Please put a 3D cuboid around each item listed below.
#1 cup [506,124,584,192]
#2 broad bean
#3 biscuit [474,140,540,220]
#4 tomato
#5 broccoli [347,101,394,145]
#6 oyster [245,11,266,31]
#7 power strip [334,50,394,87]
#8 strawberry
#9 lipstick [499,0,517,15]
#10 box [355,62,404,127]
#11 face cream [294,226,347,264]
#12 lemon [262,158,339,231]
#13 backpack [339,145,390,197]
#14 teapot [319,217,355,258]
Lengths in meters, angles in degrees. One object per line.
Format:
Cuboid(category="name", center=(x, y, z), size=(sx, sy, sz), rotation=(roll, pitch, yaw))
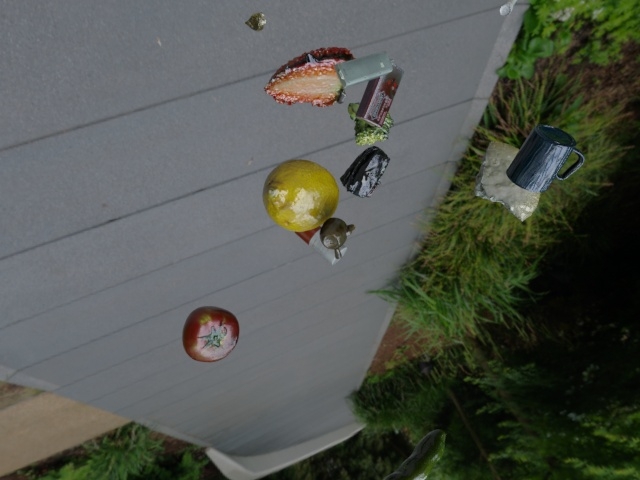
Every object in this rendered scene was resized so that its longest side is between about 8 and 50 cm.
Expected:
Cuboid(category="cup", center=(0.582, -0.215, 1.062), size=(0.149, 0.114, 0.138), rotation=(-7, 137, -21))
Cuboid(category="broad bean", center=(0.212, 0.503, 0.917), size=(0.254, 0.065, 0.047), rotation=(-20, 127, -35))
Cuboid(category="biscuit", center=(0.554, -0.181, 1.228), size=(0.188, 0.266, 0.040), rotation=(-20, 164, 4))
Cuboid(category="tomato", center=(-0.169, 0.141, 0.625), size=(0.087, 0.088, 0.075), rotation=(-10, -170, -32))
Cuboid(category="broccoli", center=(0.210, -0.574, 2.027), size=(0.272, 0.243, 0.180), rotation=(0, 156, -32))
Cuboid(category="oyster", center=(-0.216, -0.721, 1.366), size=(0.093, 0.051, 0.034), rotation=(-3, -141, 52))
Cuboid(category="power strip", center=(0.123, -0.461, 1.098), size=(0.252, 0.060, 0.027), rotation=(-33, -168, -39))
Cuboid(category="strawberry", center=(-0.037, -0.559, 1.351), size=(0.305, 0.138, 0.233), rotation=(-4, 158, -25))
Cuboid(category="lipstick", center=(0.685, -0.854, 1.492), size=(0.141, 0.040, 0.040), rotation=(-53, 173, -40))
Cuboid(category="box", center=(0.222, -0.550, 1.546), size=(0.120, 0.069, 0.224), rotation=(14, 103, -41))
Cuboid(category="face cream", center=(0.000, 0.000, 1.706), size=(0.096, 0.214, 0.096), rotation=(-45, 164, -17))
Cuboid(category="lemon", center=(-0.052, -0.116, 1.061), size=(0.188, 0.188, 0.256), rotation=(-42, 166, 26))
Cuboid(category="backpack", center=(0.148, -0.213, 1.294), size=(0.105, 0.120, 0.165), rotation=(37, 102, -20))
Cuboid(category="teapot", center=(0.044, 0.002, 0.998), size=(0.084, 0.080, 0.111), rotation=(-3, 119, 14))
